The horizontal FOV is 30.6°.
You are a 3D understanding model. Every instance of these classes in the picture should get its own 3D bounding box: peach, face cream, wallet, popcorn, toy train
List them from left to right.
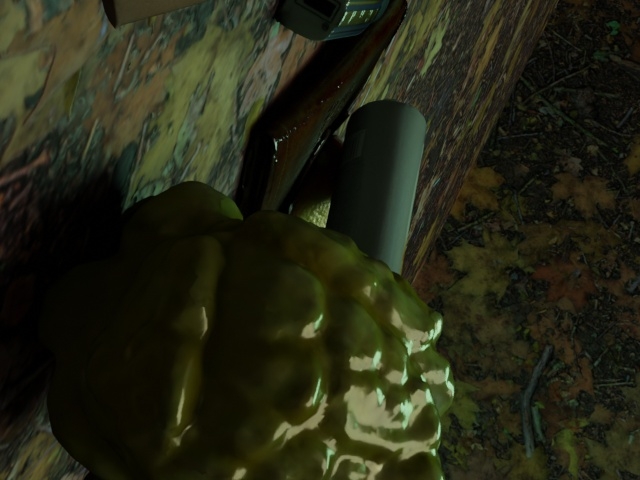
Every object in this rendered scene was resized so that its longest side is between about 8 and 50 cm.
[{"bbox_3d":[-0.037,0.083,0.660,0.195,0.255,0.256,-66,164,-4],"label":"popcorn"},{"bbox_3d":[0.000,-0.108,1.015,0.255,0.031,0.137,-53,169,-43],"label":"wallet"},{"bbox_3d":[0.003,0.001,1.219,0.189,0.068,0.279,-61,170,-14],"label":"peach"},{"bbox_3d":[0.029,-0.191,0.922,0.055,0.048,0.252,-66,171,18],"label":"toy train"},{"bbox_3d":[0.037,0.006,1.044,0.107,0.073,0.269,124,-19,-60],"label":"face cream"}]

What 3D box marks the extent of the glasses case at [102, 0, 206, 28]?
[{"bbox_3d":[-0.044,-0.165,0.411,0.102,0.070,0.193,-19,160,-11],"label":"glasses case"}]
